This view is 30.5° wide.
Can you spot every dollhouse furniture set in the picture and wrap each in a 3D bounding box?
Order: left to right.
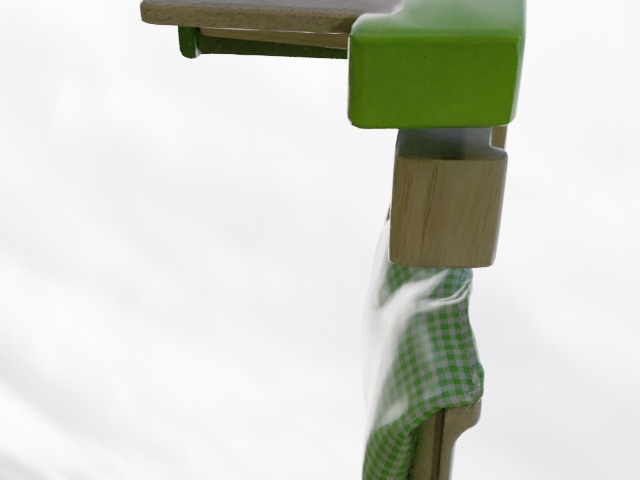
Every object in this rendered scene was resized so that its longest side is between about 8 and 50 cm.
[{"bbox_3d":[0.000,0.000,0.523,0.151,0.198,0.302,5,-54,6],"label":"dollhouse furniture set"}]
